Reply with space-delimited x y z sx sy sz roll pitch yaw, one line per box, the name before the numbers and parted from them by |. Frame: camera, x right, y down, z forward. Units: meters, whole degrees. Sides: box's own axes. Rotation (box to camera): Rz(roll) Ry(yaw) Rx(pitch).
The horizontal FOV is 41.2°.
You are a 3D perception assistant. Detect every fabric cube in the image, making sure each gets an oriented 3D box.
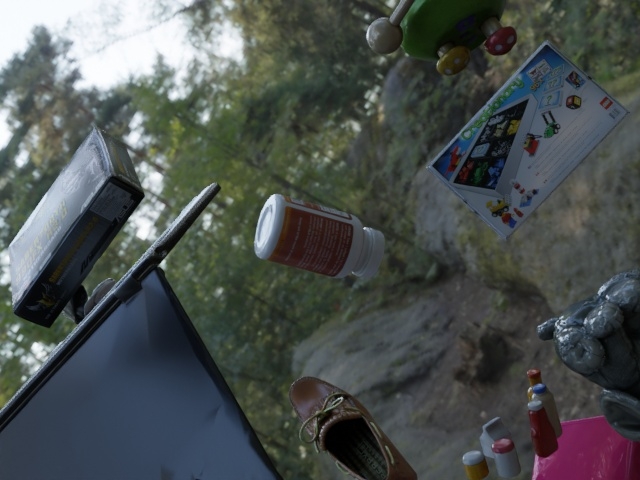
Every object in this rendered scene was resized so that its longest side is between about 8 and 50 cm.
fabric cube | 0.572 0.504 1.613 0.254 0.259 0.258 -30 37 53

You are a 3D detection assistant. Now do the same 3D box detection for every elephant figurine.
elephant figurine | 0.405 0.170 1.039 0.169 0.239 0.186 -44 -1 20

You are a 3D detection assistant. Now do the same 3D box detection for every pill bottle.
pill bottle | 0.000 0.000 1.532 0.121 0.216 0.121 -164 90 -71

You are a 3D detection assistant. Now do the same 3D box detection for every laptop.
laptop | -0.204 0.195 0.957 0.382 0.236 0.408 -43 9 21

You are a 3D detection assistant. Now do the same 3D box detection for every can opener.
can opener | -0.383 0.157 1.426 0.074 0.093 0.280 -51 -18 -42

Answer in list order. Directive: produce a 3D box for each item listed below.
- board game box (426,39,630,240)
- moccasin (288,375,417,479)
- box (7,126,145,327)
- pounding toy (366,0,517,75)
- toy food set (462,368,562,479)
board game box | 0.361 -0.174 1.499 0.305 0.193 0.053 -46 -8 5
moccasin | 0.045 0.412 1.814 0.139 0.147 0.380 -42 44 -1
box | -0.339 -0.023 1.163 0.231 0.056 0.183 -51 34 11
pounding toy | 0.201 -0.308 1.259 0.237 0.110 0.183 -4 -31 -48
toy food set | 0.342 0.321 1.484 0.232 0.104 0.111 -24 14 -30
